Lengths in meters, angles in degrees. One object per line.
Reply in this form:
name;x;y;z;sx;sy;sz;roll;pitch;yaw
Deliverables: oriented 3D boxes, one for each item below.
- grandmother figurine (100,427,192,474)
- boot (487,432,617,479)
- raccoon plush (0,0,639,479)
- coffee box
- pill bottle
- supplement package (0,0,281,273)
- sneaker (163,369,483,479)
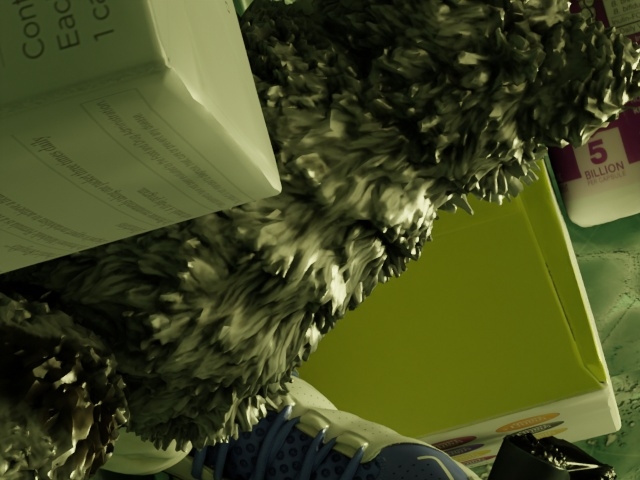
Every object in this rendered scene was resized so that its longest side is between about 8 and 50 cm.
grandmother figurine;-0.147;-0.023;1.070;0.208;0.104;0.342;36;35;-66
boot;0.178;0.268;1.404;0.094;0.207;0.246;29;-2;41
raccoon plush;0.000;0.000;0.865;0.216;0.299;0.446;48;29;-27
coffee box;0.039;0.025;1.482;0.334;0.337;0.338;46;29;-75
pill bottle;0.233;-0.175;1.407;0.169;0.169;0.302;-9;82;-84
supplement package;-0.149;-0.048;0.381;0.134;0.244;0.139;46;27;-79
sneaker;-0.048;0.134;1.144;0.182;0.127;0.315;31;-2;-43
